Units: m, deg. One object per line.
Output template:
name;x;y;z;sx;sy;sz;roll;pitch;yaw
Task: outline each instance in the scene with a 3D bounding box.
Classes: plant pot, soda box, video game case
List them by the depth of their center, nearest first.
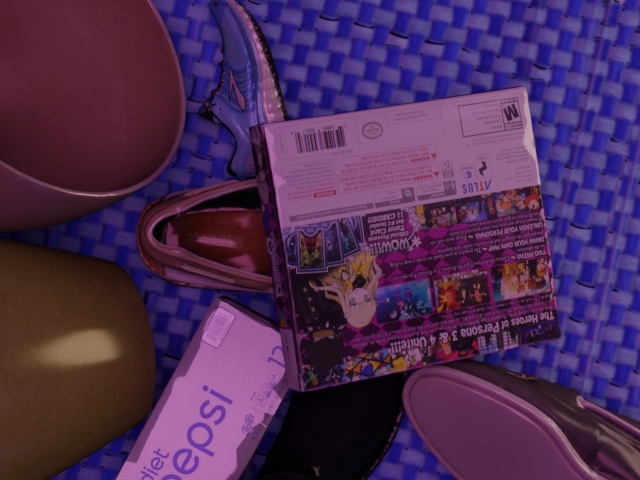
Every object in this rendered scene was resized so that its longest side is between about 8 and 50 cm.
plant pot;-0.288;0.101;1.298;0.293;0.274;0.275;-9;88;-30
video game case;0.070;-0.004;1.329;0.232;0.042;0.210;-11;94;-20
plant pot;-0.276;-0.117;1.331;0.191;0.284;0.284;-34;88;35
soda box;-0.113;0.189;1.383;0.091;0.098;0.286;29;90;1

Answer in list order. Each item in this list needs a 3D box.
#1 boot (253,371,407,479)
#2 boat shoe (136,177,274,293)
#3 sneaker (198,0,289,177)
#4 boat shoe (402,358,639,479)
boot;-0.006;0.186;1.326;0.094;0.207;0.246;31;89;2
boat shoe;0.000;0.000;1.381;0.302;0.103;0.113;-5;87;0
sneaker;-0.072;-0.128;1.407;0.073;0.063;0.162;-15;88;4
boat shoe;0.224;0.189;1.390;0.335;0.095;0.112;31;125;5
